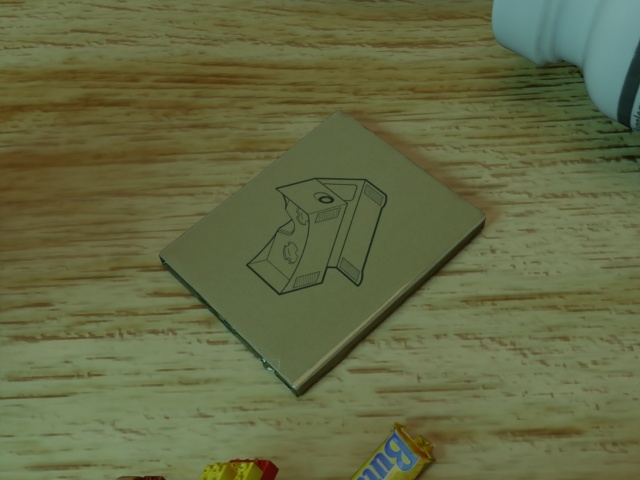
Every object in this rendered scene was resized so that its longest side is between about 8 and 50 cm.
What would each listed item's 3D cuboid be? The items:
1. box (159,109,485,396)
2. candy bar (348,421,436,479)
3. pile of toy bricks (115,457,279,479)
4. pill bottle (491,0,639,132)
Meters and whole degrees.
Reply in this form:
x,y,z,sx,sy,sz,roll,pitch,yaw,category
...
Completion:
x,y,z,sx,sy,sz,roll,pitch,yaw,category
0.000,0.000,0.700,0.201,0.021,0.164,-41,63,-18,box
0.013,0.183,0.584,0.040,0.018,0.161,38,69,25,candy bar
-0.113,0.181,0.437,0.118,0.105,0.212,-13,38,40,pile of toy bricks
0.326,-0.153,0.653,0.363,0.210,0.210,31,65,22,pill bottle
